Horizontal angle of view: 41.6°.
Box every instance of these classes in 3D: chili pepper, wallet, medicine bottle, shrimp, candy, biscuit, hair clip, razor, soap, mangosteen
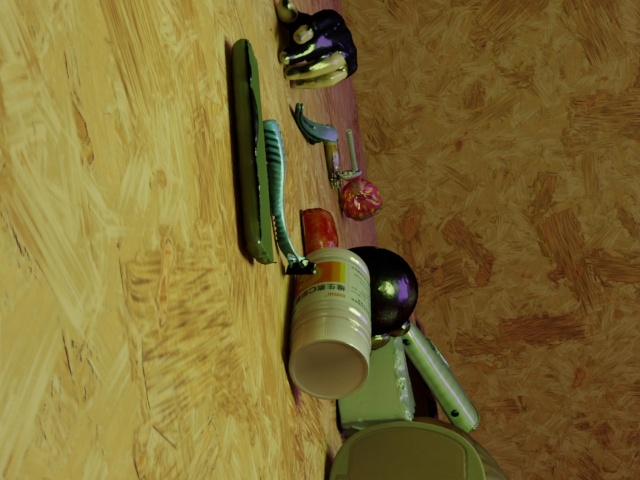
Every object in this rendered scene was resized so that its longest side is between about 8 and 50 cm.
[{"bbox_3d":[0.000,0.000,1.627,0.073,0.071,0.123,107,-22,-67],"label":"chili pepper"},{"bbox_3d":[0.260,0.300,2.006,0.309,0.077,0.223,57,7,-3],"label":"wallet"},{"bbox_3d":[0.017,0.129,1.366,0.249,0.133,0.133,-85,165,-56],"label":"medicine bottle"},{"bbox_3d":[0.029,-0.221,2.227,0.099,0.041,0.180,114,-32,-76],"label":"shrimp"},{"bbox_3d":[0.097,-0.179,2.287,0.365,0.124,0.124,77,8,-57],"label":"candy"},{"bbox_3d":[-0.095,-0.127,1.160,0.099,0.038,0.322,69,14,-72],"label":"biscuit"},{"bbox_3d":[-0.025,-0.247,1.790,0.229,0.070,0.039,24,62,-72],"label":"hair clip"},{"bbox_3d":[-0.061,-0.066,1.335,0.082,0.042,0.253,-2,-80,55],"label":"razor"},{"bbox_3d":[0.134,0.380,1.856,0.257,0.159,0.302,-95,170,-49],"label":"soap"},{"bbox_3d":[0.101,0.135,1.752,0.211,0.212,0.249,-72,163,-73],"label":"mangosteen"}]

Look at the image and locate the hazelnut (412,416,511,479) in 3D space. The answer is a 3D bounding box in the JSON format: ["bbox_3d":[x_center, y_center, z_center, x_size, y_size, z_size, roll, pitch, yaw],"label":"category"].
[{"bbox_3d":[0.233,0.582,1.803,0.359,0.359,0.409,74,18,-46],"label":"hazelnut"}]

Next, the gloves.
[{"bbox_3d":[-0.015,-0.411,1.749,0.197,0.152,0.301,54,26,-3],"label":"gloves"}]

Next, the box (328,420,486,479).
[{"bbox_3d":[0.155,0.498,1.503,0.216,0.301,0.300,82,5,-48],"label":"box"}]

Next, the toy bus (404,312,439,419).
[{"bbox_3d":[0.199,0.405,2.182,0.233,0.203,0.426,60,21,-58],"label":"toy bus"}]
